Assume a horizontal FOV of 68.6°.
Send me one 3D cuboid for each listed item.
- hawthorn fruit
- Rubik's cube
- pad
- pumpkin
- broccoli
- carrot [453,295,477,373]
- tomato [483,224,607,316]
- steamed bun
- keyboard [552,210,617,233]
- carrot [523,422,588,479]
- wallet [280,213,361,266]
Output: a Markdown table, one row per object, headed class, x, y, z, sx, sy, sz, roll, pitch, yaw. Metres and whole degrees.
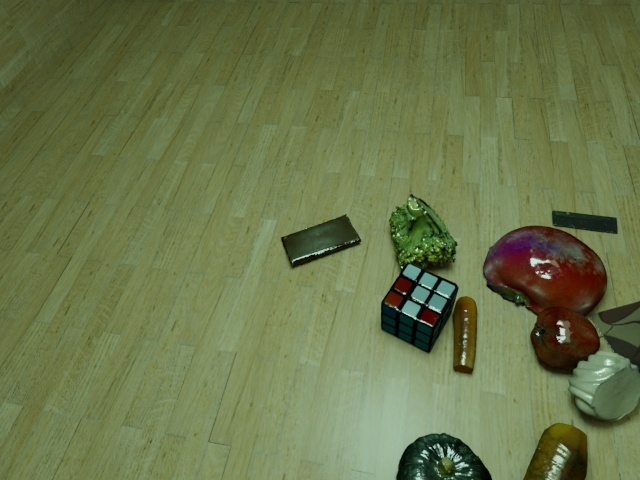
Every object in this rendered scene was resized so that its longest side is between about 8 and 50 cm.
| class | x | y | z | sx | sy | sz | roll | pitch | yaw |
| --- | --- | --- | --- | --- | --- | --- | --- | --- | --- |
| hawthorn fruit | 0.669 | 0.263 | 1.237 | 0.204 | 0.162 | 0.162 | 13 | 55 | -1 |
| Rubik's cube | 0.275 | 0.187 | 1.317 | 0.162 | 0.160 | 0.163 | 26 | 60 | 24 |
| pad | 0.949 | 0.256 | 1.286 | 0.331 | 0.004 | 0.220 | -14 | 53 | -4 |
| pumpkin | 0.279 | 0.542 | 1.060 | 0.212 | 0.152 | 0.211 | 0 | 51 | 0 |
| broccoli | 0.283 | -0.017 | 1.437 | 0.180 | 0.273 | 0.242 | -38 | 50 | 20 |
| carrot | 0.406 | 0.253 | 1.313 | 0.067 | 0.067 | 0.225 | 6 | 57 | 11 |
| tomato | 0.663 | 0.057 | 1.363 | 0.335 | 0.176 | 0.290 | 35 | 62 | 29 |
| steamed bun | 0.697 | 0.351 | 1.156 | 0.183 | 0.182 | 0.106 | -22 | 20 | -9 |
| keyboard | 0.856 | -0.060 | 1.524 | 0.196 | 0.018 | 0.060 | 8 | 62 | 13 |
| carrot | 0.508 | 0.557 | 1.049 | 0.114 | 0.114 | 0.302 | 28 | 64 | 24 |
| wallet | 0.000 | 0.000 | 1.565 | 0.243 | 0.039 | 0.132 | -21 | 48 | -8 |
